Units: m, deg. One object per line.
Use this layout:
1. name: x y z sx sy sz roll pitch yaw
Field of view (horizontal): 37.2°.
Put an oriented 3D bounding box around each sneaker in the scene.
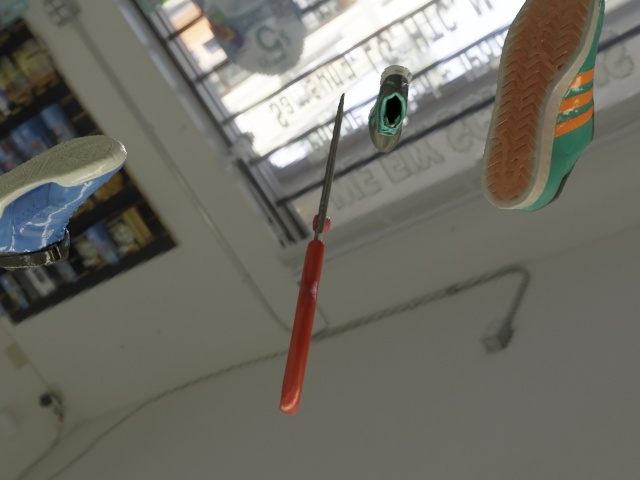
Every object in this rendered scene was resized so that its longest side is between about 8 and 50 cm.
1. sneaker: 0.287 -0.183 1.178 0.108 0.302 0.121 25 -164 37
2. sneaker: -0.224 -0.027 0.813 0.152 0.084 0.058 -26 -141 -1
3. sneaker: 0.112 -0.205 1.573 0.065 0.166 0.076 5 -136 1

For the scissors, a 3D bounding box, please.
1. scissors: 0.000 0.000 0.813 0.109 0.021 0.297 94 8 -81
